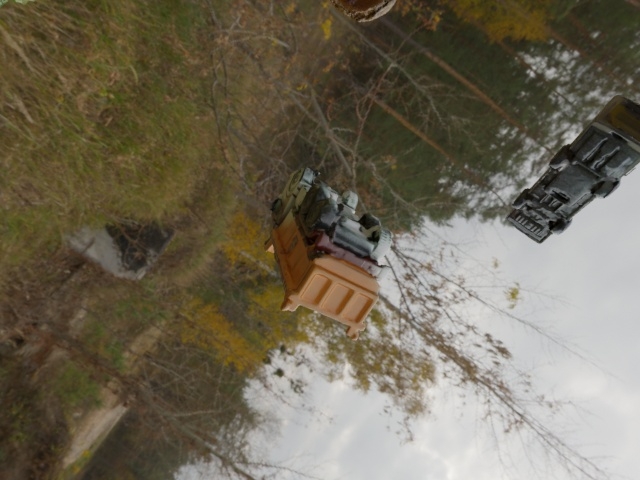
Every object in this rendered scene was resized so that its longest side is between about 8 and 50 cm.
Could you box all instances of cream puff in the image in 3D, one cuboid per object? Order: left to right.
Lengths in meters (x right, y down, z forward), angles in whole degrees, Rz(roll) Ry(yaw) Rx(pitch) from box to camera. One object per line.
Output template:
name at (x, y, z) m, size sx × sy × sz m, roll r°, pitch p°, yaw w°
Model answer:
cream puff at (0.111, -0.641, 1.082) m, size 0.183 × 0.183 × 0.169 m, roll -51°, pitch -166°, yaw 39°

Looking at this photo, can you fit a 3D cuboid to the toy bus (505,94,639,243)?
toy bus at (0.383, -0.094, 0.679) m, size 0.106 × 0.092 × 0.268 m, roll -45°, pitch 165°, yaw -19°

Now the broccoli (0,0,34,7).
broccoli at (-0.237, -0.241, 0.272) m, size 0.288 × 0.247 × 0.246 m, roll -140°, pitch -138°, yaw -79°

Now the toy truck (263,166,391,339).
toy truck at (0.000, 0.000, 0.586) m, size 0.135 × 0.114 × 0.270 m, roll -57°, pitch -159°, yaw 14°
